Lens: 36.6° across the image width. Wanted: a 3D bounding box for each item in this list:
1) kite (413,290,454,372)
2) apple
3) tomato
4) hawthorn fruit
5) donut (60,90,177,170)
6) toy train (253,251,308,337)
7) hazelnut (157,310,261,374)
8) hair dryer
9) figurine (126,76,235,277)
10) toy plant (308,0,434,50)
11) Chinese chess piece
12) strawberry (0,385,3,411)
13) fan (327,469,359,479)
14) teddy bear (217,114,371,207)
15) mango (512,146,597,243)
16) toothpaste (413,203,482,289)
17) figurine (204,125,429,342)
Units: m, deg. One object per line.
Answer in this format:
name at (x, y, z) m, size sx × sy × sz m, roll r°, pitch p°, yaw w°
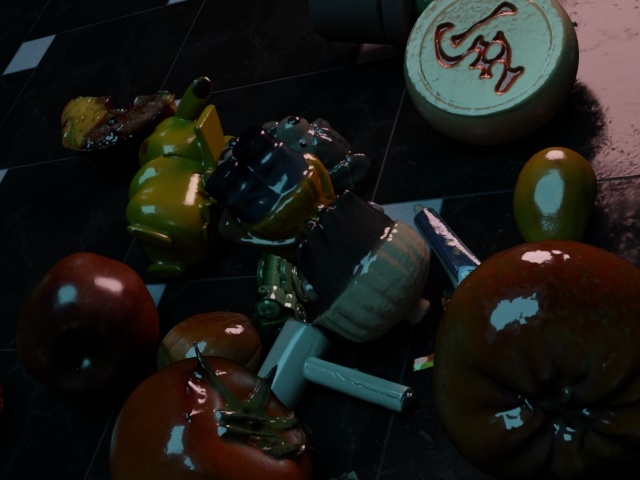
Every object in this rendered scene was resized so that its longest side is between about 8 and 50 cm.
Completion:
kite at (0.204, 0.145, 1.259) m, size 0.183 × 0.014 × 0.241 m, roll -19°, pitch 45°, yaw 20°
apple at (-0.358, 0.133, 1.499) m, size 0.233 × 0.234 × 0.234 m, roll -18°, pitch 44°, yaw 19°
tomato at (-0.135, 0.270, 1.198) m, size 0.224 × 0.255 × 0.256 m, roll -40°, pitch 38°, yaw 23°
hawthorn fruit at (0.259, 0.119, 1.081) m, size 0.276 × 0.277 × 0.298 m, roll -23°, pitch 23°, yaw 14°
donut at (-0.400, -0.203, 1.918) m, size 0.294 × 0.112 × 0.151 m, roll 1°, pitch 55°, yaw 36°
toy train at (-0.058, 0.058, 1.448) m, size 0.071 × 0.105 × 0.178 m, roll -12°, pitch 47°, yaw 19°
hazelnut at (-0.157, 0.162, 1.385) m, size 0.150 × 0.150 × 0.150 m, roll -18°, pitch 44°, yaw 19°
hair dryer at (0.024, 0.198, 1.305) m, size 0.236 × 0.073 × 0.131 m, roll 14°, pitch 62°, yaw 31°
figurine at (-0.233, -0.108, 1.650) m, size 0.169 × 0.218 × 0.327 m, roll -3°, pitch 56°, yaw 4°
toy plant at (0.190, -0.426, 1.680) m, size 0.400 × 0.185 × 0.280 m, roll 6°, pitch 46°, yaw 27°
Chinese chess piece at (0.261, -0.277, 1.489) m, size 0.273 × 0.102 × 0.273 m, roll -7°, pitch 68°, yaw 18°
strawberry at (-0.589, 0.270, 1.616) m, size 0.175 × 0.106 × 0.236 m, roll -61°, pitch 31°, yaw 28°
fan at (0.030, 0.328, 1.211) m, size 0.055 × 0.004 × 0.083 m, roll -26°, pitch 43°, yaw 11°
teddy bear at (-0.050, -0.146, 1.606) m, size 0.250 × 0.144 × 0.171 m, roll -21°, pitch 34°, yaw 13°
mango at (0.313, -0.051, 1.313) m, size 0.111 × 0.089 × 0.163 m, roll 9°, pitch 66°, yaw 38°
toothpaste at (0.180, 0.007, 1.388) m, size 0.057 × 0.035 × 0.197 m, roll -37°, pitch 44°, yaw 6°
figurine at (0.007, 0.000, 1.291) m, size 0.185 × 0.332 × 0.204 m, roll -51°, pitch 33°, yaw -9°
